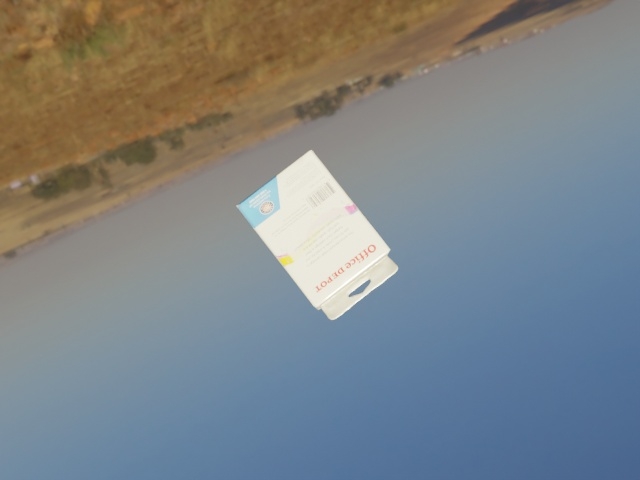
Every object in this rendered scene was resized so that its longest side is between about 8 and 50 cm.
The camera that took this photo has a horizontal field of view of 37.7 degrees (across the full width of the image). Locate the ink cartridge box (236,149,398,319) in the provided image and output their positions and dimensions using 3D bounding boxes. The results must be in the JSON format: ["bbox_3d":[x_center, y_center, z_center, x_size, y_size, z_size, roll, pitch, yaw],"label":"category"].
[{"bbox_3d":[0.000,0.000,0.925,0.092,0.143,0.090,-37,174,-2],"label":"ink cartridge box"}]
